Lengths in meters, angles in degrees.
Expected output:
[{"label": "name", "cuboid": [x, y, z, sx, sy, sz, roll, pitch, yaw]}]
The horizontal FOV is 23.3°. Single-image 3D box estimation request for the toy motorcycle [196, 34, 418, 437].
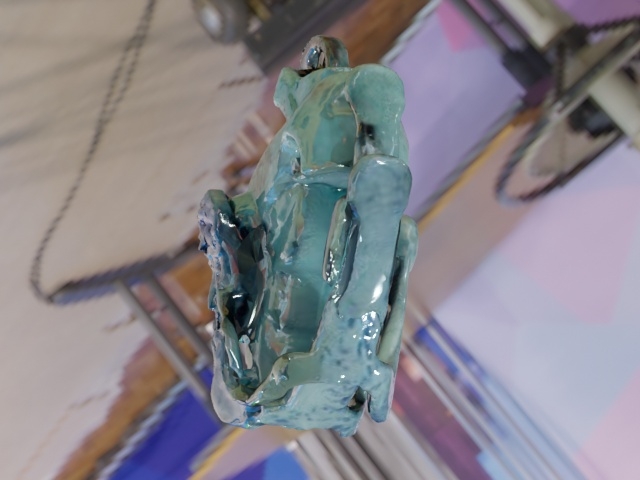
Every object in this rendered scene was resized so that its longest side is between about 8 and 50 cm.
[{"label": "toy motorcycle", "cuboid": [0.000, 0.000, 1.025, 0.154, 0.206, 0.260, 7, 101, -16]}]
